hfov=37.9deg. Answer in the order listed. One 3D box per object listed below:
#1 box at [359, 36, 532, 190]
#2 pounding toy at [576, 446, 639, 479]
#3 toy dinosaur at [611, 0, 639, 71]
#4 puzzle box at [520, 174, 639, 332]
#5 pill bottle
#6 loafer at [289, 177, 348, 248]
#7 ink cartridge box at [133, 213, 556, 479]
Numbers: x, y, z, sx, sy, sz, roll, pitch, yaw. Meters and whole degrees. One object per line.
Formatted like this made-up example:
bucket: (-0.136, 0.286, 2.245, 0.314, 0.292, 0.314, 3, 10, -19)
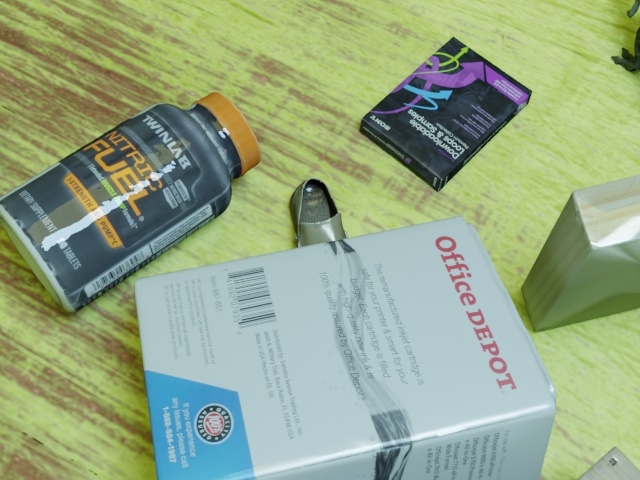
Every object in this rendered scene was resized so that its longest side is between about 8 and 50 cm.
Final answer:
box: (0.138, -0.142, 1.026, 0.116, 0.029, 0.162, 39, 69, 18)
pounding toy: (0.263, 0.240, 0.761, 0.100, 0.141, 0.130, -35, 68, -19)
toy dinosaur: (0.376, -0.204, 1.015, 0.064, 0.118, 0.268, -6, 63, -5)
puzzle box: (0.393, -0.020, 0.806, 0.409, 0.272, 0.052, -14, 70, -2)
pill bottle: (-0.178, -0.049, 0.910, 0.245, 0.130, 0.130, -36, 68, -19)
loafer: (0.000, 0.000, 0.933, 0.056, 0.050, 0.148, -16, 63, -10)
ink cartridge box: (0.012, 0.121, 0.798, 0.307, 0.129, 0.223, -11, 46, -7)
